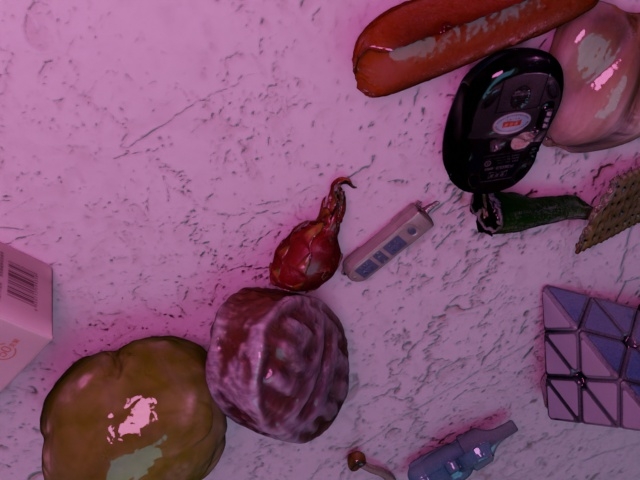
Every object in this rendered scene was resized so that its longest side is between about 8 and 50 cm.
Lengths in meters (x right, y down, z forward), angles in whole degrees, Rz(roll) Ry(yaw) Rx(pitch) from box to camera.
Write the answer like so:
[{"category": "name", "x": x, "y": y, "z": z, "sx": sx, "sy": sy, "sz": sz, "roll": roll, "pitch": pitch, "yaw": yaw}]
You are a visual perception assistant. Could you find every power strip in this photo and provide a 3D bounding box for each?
[{"category": "power strip", "x": 0.108, "y": 0.000, "z": 1.158, "sx": 0.191, "sy": 0.030, "sz": 0.047, "roll": -40, "pitch": 132, "yaw": 15}]

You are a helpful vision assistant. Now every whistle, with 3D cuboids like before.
[{"category": "whistle", "x": 0.294, "y": 0.460, "z": 1.587, "sx": 0.273, "sy": 0.093, "sz": 0.186, "roll": -32, "pitch": 159, "yaw": 4}]

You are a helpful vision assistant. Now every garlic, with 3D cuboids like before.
[{"category": "garlic", "x": 0.405, "y": -0.208, "z": 1.042, "sx": 0.217, "sy": 0.110, "sz": 0.228, "roll": -3, "pitch": 130, "yaw": -23}]

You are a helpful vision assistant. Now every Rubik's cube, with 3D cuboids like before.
[{"category": "Rubik's cube", "x": 0.527, "y": 0.226, "z": 1.379, "sx": 0.228, "sy": 0.229, "sz": 0.233, "roll": 4, "pitch": 165, "yaw": 28}]

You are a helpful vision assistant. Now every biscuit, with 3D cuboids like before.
[{"category": "biscuit", "x": 0.502, "y": -0.065, "z": 1.225, "sx": 0.203, "sy": 0.016, "sz": 0.144, "roll": -20, "pitch": 135, "yaw": -28}]

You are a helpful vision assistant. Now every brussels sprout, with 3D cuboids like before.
[{"category": "brussels sprout", "x": -0.281, "y": 0.285, "z": 1.126, "sx": 0.273, "sy": 0.242, "sz": 0.317, "roll": -16, "pitch": 138, "yaw": -43}]

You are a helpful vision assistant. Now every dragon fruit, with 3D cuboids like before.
[{"category": "dragon fruit", "x": 0.000, "y": 0.000, "z": 1.077, "sx": 0.094, "sy": 0.094, "sz": 0.191, "roll": 26, "pitch": 106, "yaw": -36}]

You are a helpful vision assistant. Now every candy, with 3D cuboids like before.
[{"category": "candy", "x": -0.060, "y": 0.185, "z": 1.130, "sx": 0.157, "sy": 0.215, "sz": 0.289, "roll": 8, "pitch": 157, "yaw": 31}]

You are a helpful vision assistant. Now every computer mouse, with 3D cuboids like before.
[{"category": "computer mouse", "x": 0.237, "y": -0.168, "z": 1.019, "sx": 0.137, "sy": 0.096, "sz": 0.233, "roll": -3, "pitch": 138, "yaw": -13}]

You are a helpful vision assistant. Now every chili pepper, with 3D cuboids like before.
[{"category": "chili pepper", "x": 0.346, "y": -0.045, "z": 1.177, "sx": 0.226, "sy": 0.088, "sz": 0.059, "roll": 0, "pitch": 143, "yaw": -24}]

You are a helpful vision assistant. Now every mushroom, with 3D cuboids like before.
[{"category": "mushroom", "x": 0.127, "y": 0.527, "z": 1.617, "sx": 0.068, "sy": 0.043, "sz": 0.306, "roll": -14, "pitch": 136, "yaw": 15}]

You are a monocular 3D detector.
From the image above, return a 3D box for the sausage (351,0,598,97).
[{"category": "sausage", "x": 0.187, "y": -0.269, "z": 0.913, "sx": 0.330, "sy": 0.102, "sz": 0.102, "roll": -22, "pitch": 133, "yaw": -2}]

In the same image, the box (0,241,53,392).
[{"category": "box", "x": -0.530, "y": 0.074, "z": 0.904, "sx": 0.225, "sy": 0.143, "sz": 0.341, "roll": -43, "pitch": 129, "yaw": 16}]

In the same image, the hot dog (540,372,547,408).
[{"category": "hot dog", "x": 0.579, "y": 0.300, "z": 1.566, "sx": 0.267, "sy": 0.075, "sz": 0.144, "roll": 1, "pitch": 131, "yaw": -19}]

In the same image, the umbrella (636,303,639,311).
[{"category": "umbrella", "x": 0.652, "y": 0.140, "z": 1.461, "sx": 0.070, "sy": 0.071, "sz": 0.248, "roll": 28, "pitch": 114, "yaw": -37}]
